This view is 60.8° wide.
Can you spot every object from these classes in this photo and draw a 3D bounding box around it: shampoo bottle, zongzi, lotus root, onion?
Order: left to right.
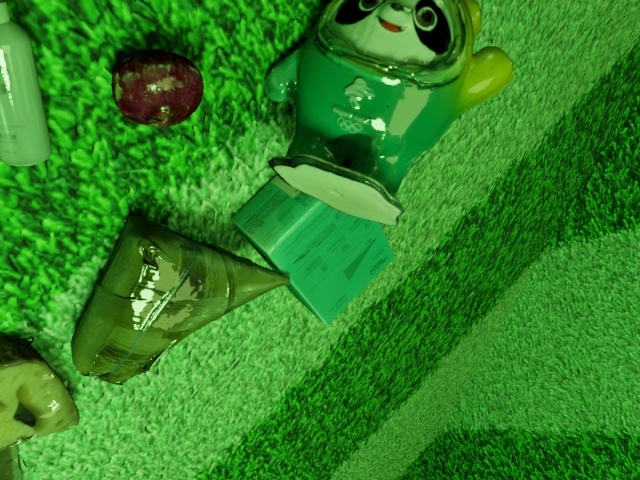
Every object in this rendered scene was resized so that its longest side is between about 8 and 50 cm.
[{"bbox_3d":[-0.445,0.211,0.732,0.261,0.074,0.170,-2,120,-48],"label":"lotus root"},{"bbox_3d":[-0.313,-0.171,0.543,0.056,0.056,0.195,-23,136,-34],"label":"shampoo bottle"},{"bbox_3d":[-0.191,-0.175,0.641,0.107,0.097,0.107,-10,166,-2],"label":"onion"},{"bbox_3d":[-0.207,0.117,0.825,0.274,0.125,0.250,22,106,-38],"label":"zongzi"}]

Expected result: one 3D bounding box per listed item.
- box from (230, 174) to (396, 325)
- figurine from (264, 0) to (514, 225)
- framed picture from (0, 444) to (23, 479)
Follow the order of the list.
[{"bbox_3d":[0.000,0.000,0.995,0.205,0.118,0.311,-44,144,-7],"label":"box"},{"bbox_3d":[0.085,-0.214,0.767,0.231,0.324,0.340,63,50,-76],"label":"figurine"},{"bbox_3d":[-0.568,0.438,0.844,0.209,0.019,0.281,-15,132,-41],"label":"framed picture"}]
